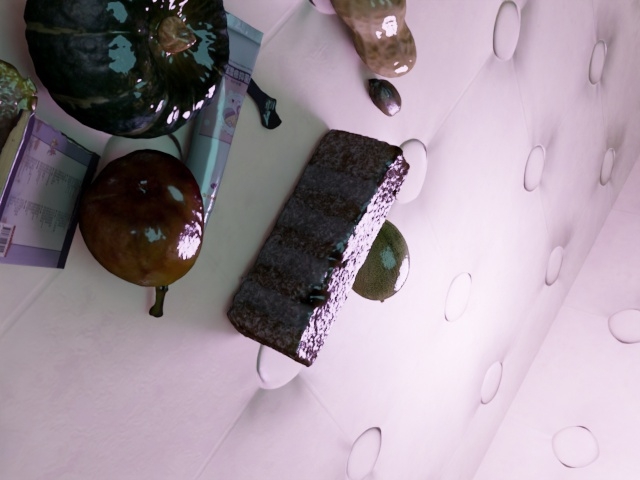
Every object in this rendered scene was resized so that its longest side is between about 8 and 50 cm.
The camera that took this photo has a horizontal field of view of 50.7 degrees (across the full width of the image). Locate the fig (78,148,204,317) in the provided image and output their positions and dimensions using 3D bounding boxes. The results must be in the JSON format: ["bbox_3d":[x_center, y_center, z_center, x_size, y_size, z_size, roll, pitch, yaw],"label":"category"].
[{"bbox_3d":[-0.232,0.012,0.930,0.274,0.146,0.170,93,15,-46],"label":"fig"}]

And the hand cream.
[{"bbox_3d":[-0.161,-0.168,1.010,0.085,0.058,0.331,15,88,-46],"label":"hand cream"}]

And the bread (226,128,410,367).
[{"bbox_3d":[0.000,0.000,1.184,0.416,0.165,0.113,-63,147,-14],"label":"bread"}]

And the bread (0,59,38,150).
[{"bbox_3d":[-0.400,-0.105,0.694,0.181,0.096,0.222,19,87,-54],"label":"bread"}]

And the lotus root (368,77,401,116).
[{"bbox_3d":[0.126,-0.283,1.324,0.099,0.049,0.054,41,73,-44],"label":"lotus root"}]

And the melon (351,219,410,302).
[{"bbox_3d":[0.112,0.045,1.360,0.139,0.139,0.192,-34,126,-39],"label":"melon"}]

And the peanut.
[{"bbox_3d":[0.103,-0.388,1.193,0.123,0.124,0.256,-58,138,-19],"label":"peanut"}]

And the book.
[{"bbox_3d":[-0.319,-0.048,0.770,0.231,0.026,0.157,108,0,-85],"label":"book"}]

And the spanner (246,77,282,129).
[{"bbox_3d":[-0.117,-0.245,1.063,0.046,0.012,0.208,-60,141,-14],"label":"spanner"}]

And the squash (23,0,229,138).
[{"bbox_3d":[-0.220,-0.246,0.805,0.252,0.165,0.252,-27,125,-46],"label":"squash"}]
